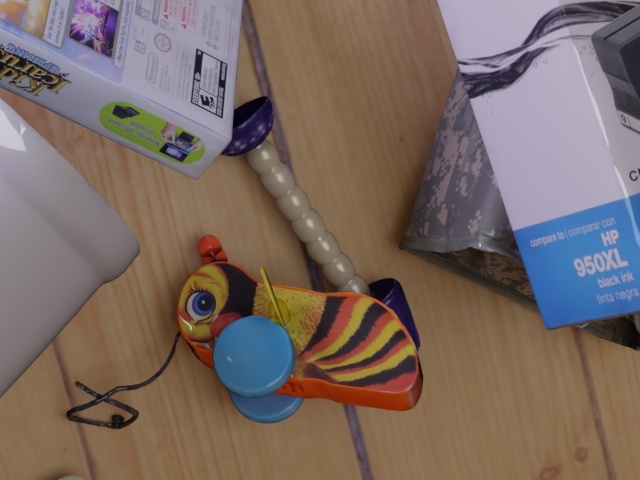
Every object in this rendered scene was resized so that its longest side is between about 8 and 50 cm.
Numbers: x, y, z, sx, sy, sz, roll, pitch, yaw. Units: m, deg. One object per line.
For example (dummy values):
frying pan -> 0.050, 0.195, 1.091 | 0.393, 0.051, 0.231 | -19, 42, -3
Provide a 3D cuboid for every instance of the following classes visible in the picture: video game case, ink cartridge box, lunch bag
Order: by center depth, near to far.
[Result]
video game case -> -0.182, -0.205, 1.421 | 0.244, 0.061, 0.269 | 26, 41, -23
ink cartridge box -> 0.279, -0.158, 1.477 | 0.285, 0.166, 0.395 | -19, 90, -28
lunch bag -> 0.252, -0.046, 1.639 | 0.287, 0.169, 0.235 | 24, 78, -27

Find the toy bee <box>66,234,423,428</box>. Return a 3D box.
toy bee -> -0.061, 0.069, 1.523 | 0.298, 0.195, 0.162 | 5, 67, -12

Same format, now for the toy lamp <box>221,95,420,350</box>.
toy lamp -> 0.000, 0.000, 1.585 | 0.080, 0.080, 0.275 | -40, 108, -15

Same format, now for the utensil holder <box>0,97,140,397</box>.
utensil holder -> -0.382, 0.044, 1.305 | 0.327, 0.327, 0.385 | 44, 80, -19

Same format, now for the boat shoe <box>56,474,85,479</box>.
boat shoe -> -0.247, 0.261, 1.523 | 0.049, 0.042, 0.133 | 34, 79, 5
